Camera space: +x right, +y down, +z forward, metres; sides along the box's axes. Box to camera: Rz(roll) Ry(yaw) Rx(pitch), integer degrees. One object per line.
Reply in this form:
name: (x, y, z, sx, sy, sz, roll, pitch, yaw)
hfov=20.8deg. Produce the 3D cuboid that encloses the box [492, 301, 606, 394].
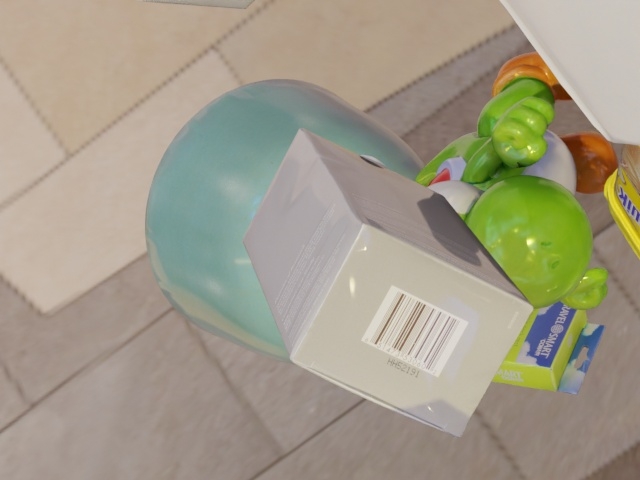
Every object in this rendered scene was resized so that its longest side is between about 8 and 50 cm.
box: (0.205, 0.103, 1.879, 0.178, 0.109, 0.042, 7, 137, 27)

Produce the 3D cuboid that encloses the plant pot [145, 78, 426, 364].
plant pot: (0.000, 0.000, 1.790, 0.293, 0.235, 0.293, -9, 110, -27)

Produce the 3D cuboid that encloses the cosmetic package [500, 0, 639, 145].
cosmetic package: (0.141, -0.118, 0.440, 0.184, 0.151, 0.151, 12, 62, 50)

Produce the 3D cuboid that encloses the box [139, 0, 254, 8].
box: (-0.069, -0.258, 1.267, 0.091, 0.170, 0.130, 0, 75, -26)

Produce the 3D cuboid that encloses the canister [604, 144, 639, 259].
canister: (0.275, -0.036, 1.322, 0.073, 0.170, 0.126, -28, 70, -5)

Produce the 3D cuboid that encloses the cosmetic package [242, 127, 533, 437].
cosmetic package: (0.035, 0.019, 1.132, 0.127, 0.238, 0.107, 25, 99, -15)

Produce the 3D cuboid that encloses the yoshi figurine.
yoshi figurine: (0.187, -0.035, 1.521, 0.204, 0.362, 0.203, 34, 130, 4)
